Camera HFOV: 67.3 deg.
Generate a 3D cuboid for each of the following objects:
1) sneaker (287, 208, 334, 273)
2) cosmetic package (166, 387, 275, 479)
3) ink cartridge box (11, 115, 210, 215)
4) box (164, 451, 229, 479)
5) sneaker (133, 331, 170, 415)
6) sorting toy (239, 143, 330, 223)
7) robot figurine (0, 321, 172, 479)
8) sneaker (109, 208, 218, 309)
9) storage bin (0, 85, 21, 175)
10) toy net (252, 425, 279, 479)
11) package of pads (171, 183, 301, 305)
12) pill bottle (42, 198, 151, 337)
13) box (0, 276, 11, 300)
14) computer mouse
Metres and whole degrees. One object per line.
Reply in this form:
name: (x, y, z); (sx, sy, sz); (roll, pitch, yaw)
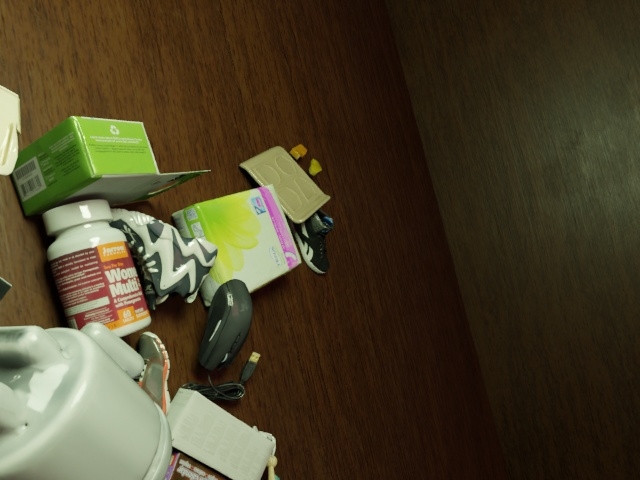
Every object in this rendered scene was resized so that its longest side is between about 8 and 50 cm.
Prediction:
sneaker: (0.000, 0.000, 1.408); (0.216, 0.121, 0.079); (61, 34, -21)
cosmetic package: (-0.197, 0.385, 0.921); (0.239, 0.061, 0.098); (49, 50, -32)
ink cartridge box: (-0.353, -0.126, 0.829); (0.255, 0.189, 0.096); (-20, 92, -61)
box: (-0.209, 0.540, 0.867); (0.293, 0.057, 0.200); (50, 38, -34)
sneaker: (-0.309, 0.242, 0.850); (0.065, 0.061, 0.157); (0, 75, -52)
sorting toy: (-0.079, -0.176, 1.384); (0.229, 0.041, 0.307); (45, 34, 0)
robot figurine: (-0.329, 0.254, 0.630); (0.299, 0.200, 0.353); (-72, 152, -44)
sneaker: (-0.319, 0.045, 0.890); (0.235, 0.094, 0.152); (27, 68, -34)
storage bin: (-0.505, -0.098, 0.494); (0.260, 0.263, 0.123); (10, 65, -57)
toy net: (-0.089, 0.514, 1.052); (0.122, 0.045, 0.232); (83, -15, -75)
package of pads: (-0.183, 0.007, 1.125); (0.297, 0.101, 0.229); (-26, 98, -57)
pill bottle: (-0.367, 0.052, 0.783); (0.121, 0.121, 0.221); (-18, 92, -60)
box: (-0.481, 0.137, 0.494); (0.103, 0.185, 0.261); (53, 36, -35)
computer mouse: (-0.170, 0.219, 0.990); (0.184, 0.060, 0.261); (28, 79, -53)
